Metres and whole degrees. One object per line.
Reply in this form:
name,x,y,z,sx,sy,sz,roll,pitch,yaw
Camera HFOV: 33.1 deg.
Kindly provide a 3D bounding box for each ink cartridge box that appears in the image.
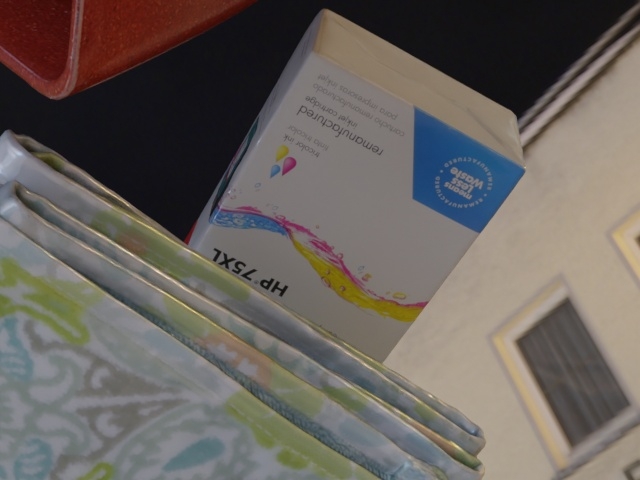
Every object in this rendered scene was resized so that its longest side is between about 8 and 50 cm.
ink cartridge box,0.000,0.000,0.636,0.134,0.078,0.231,27,-61,-11

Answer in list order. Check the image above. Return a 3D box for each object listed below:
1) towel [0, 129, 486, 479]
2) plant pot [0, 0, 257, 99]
towel,-0.136,0.165,0.585,0.320,0.090,0.374,35,-72,-18
plant pot,-0.080,-0.255,0.460,0.235,0.267,0.267,-24,-40,-44
